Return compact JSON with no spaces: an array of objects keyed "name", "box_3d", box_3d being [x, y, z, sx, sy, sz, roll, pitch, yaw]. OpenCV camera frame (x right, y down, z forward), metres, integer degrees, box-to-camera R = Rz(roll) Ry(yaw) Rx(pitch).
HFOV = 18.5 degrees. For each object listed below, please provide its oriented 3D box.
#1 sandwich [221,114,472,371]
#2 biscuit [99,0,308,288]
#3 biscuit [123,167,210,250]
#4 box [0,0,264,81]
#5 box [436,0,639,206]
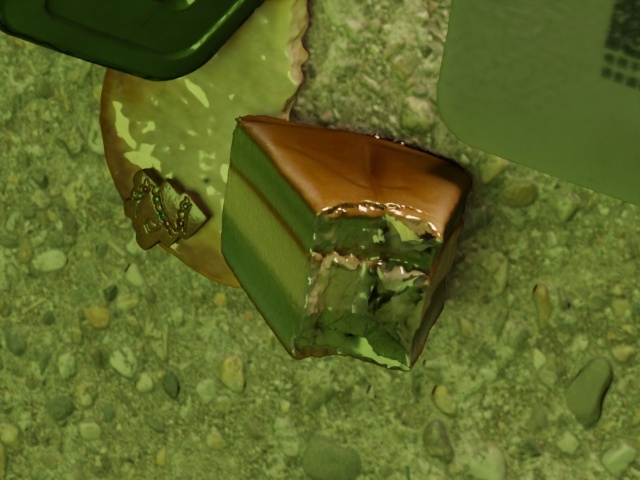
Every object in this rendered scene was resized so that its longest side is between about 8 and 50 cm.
[{"name":"sandwich","box_3d":[0.000,0.001,1.732,0.227,0.198,0.155,15,113,9]},{"name":"biscuit","box_3d":[-0.115,-0.120,1.868,0.204,0.040,0.309,18,113,21]},{"name":"biscuit","box_3d":[-0.148,-0.025,1.883,0.092,0.016,0.082,12,111,25]},{"name":"box","box_3d":[-0.130,-0.314,1.682,0.328,0.252,0.178,-43,53,25]},{"name":"box","box_3d":[0.291,-0.203,1.586,0.367,0.090,0.373,21,122,19]}]
